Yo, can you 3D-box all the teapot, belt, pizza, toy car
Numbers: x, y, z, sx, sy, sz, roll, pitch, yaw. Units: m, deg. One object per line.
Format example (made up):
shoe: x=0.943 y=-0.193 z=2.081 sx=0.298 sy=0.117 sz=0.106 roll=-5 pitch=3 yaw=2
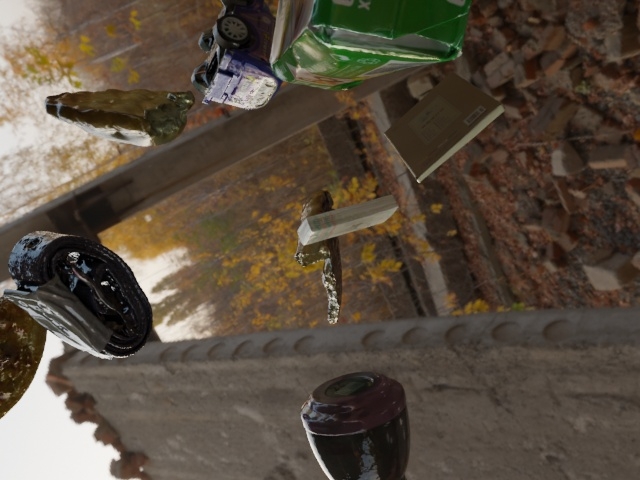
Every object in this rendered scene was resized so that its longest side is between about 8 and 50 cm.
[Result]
teapot: x=0.036 y=0.229 z=0.650 sx=0.148 sy=0.116 sz=0.145 roll=-8 pitch=98 yaw=42
belt: x=-0.355 y=0.086 z=0.890 sx=0.126 sy=0.139 sz=0.230 roll=7 pitch=140 yaw=39
pizza: x=-0.680 y=0.259 z=1.244 sx=0.087 sy=0.268 sz=0.257 roll=20 pitch=132 yaw=42
toy car: x=-0.142 y=-0.371 z=1.120 sx=0.172 sy=0.158 sz=0.235 roll=-39 pitch=42 yaw=55

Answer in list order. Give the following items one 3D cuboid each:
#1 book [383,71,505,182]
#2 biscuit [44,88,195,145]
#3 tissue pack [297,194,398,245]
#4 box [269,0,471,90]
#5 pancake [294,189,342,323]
book: x=0.254 y=-0.256 z=1.267 sx=0.021 sy=0.217 sz=0.310 roll=42 pitch=-164 yaw=-23
biscuit: x=-0.377 y=-0.268 z=1.212 sx=0.329 sy=0.335 sz=0.078 roll=22 pitch=118 yaw=33
tissue pack: x=0.030 y=-0.023 z=0.665 sx=0.056 sy=0.108 sz=0.023 roll=127 pitch=124 yaw=-70
box: x=0.031 y=-0.209 z=0.439 sx=0.250 sy=0.103 sz=0.179 roll=-140 pitch=59 yaw=-73
pancake: x=0.000 y=0.000 z=0.884 sx=0.257 sy=0.056 sz=0.212 roll=81 pitch=-174 yaw=-58
